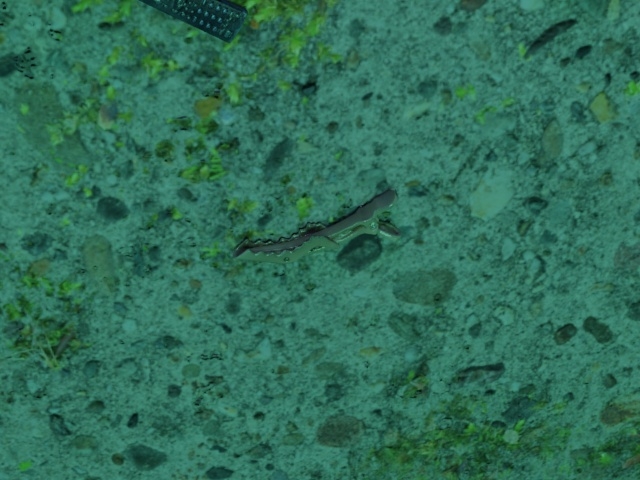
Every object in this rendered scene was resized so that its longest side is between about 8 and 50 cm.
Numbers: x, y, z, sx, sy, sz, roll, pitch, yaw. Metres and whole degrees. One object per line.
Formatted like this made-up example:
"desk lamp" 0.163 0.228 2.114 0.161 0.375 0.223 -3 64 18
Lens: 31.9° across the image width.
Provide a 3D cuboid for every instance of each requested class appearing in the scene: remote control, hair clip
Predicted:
"remote control" -0.155 -0.267 1.235 0.152 0.027 0.043 22 111 -27
"hair clip" 0.000 0.000 1.448 0.226 0.034 0.072 -19 127 1
